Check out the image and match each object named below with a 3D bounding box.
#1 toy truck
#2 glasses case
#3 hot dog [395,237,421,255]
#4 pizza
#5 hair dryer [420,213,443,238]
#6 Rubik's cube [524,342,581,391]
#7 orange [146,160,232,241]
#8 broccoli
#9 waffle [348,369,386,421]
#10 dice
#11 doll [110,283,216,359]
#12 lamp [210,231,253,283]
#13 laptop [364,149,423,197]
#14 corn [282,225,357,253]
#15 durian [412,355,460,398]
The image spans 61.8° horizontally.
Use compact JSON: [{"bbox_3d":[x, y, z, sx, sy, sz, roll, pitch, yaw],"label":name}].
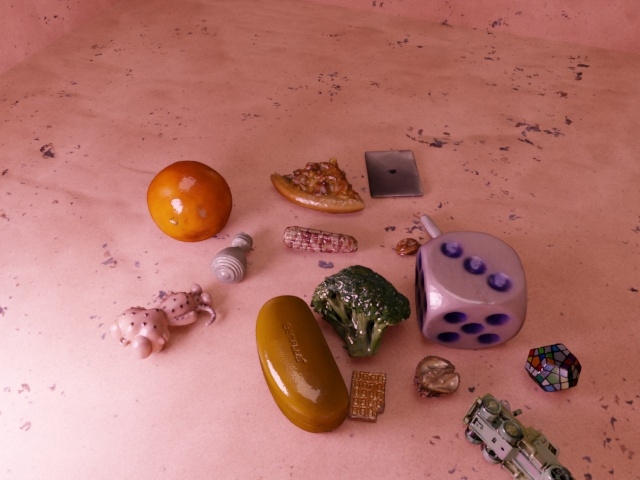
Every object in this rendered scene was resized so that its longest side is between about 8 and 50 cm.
[{"bbox_3d":[0.459,0.461,1.204,0.135,0.128,0.259,-14,46,-32],"label":"toy truck"},{"bbox_3d":[-0.063,0.297,1.346,0.173,0.141,0.371,-16,48,-14],"label":"glasses case"},{"bbox_3d":[0.280,0.021,1.687,0.083,0.035,0.058,-12,43,-12],"label":"hot dog"},{"bbox_3d":[-0.011,-0.169,1.845,0.258,0.087,0.268,-18,51,-13],"label":"pizza"},{"bbox_3d":[0.366,-0.009,1.697,0.131,0.073,0.236,-12,44,-10],"label":"hair dryer"},{"bbox_3d":[0.585,0.319,1.344,0.133,0.133,0.111,-9,74,-8],"label":"Rubik's cube"},{"bbox_3d":[-0.408,-0.120,1.672,0.261,0.261,0.261,0,46,0],"label":"orange"},{"bbox_3d":[0.106,0.183,1.425,0.269,0.261,0.241,-4,85,1],"label":"broccoli"},{"bbox_3d":[0.118,0.389,1.338,0.092,0.021,0.135,4,46,4],"label":"waffle"},{"bbox_3d":[0.392,0.135,1.440,0.251,0.243,0.259,2,49,1],"label":"dice"},{"bbox_3d":[-0.422,0.214,1.457,0.278,0.119,0.154,-23,50,-34],"label":"doll"},{"bbox_3d":[-0.260,0.052,1.620,0.106,0.106,0.193,10,37,10],"label":"lamp"},{"bbox_3d":[0.265,-0.248,1.963,0.188,0.015,0.269,-1,46,-1],"label":"laptop"},{"bbox_3d":[0.000,0.000,1.680,0.237,0.079,0.079,5,46,4],"label":"corn"},{"bbox_3d":[0.278,0.356,1.337,0.140,0.071,0.110,-22,53,-37],"label":"durian"}]
